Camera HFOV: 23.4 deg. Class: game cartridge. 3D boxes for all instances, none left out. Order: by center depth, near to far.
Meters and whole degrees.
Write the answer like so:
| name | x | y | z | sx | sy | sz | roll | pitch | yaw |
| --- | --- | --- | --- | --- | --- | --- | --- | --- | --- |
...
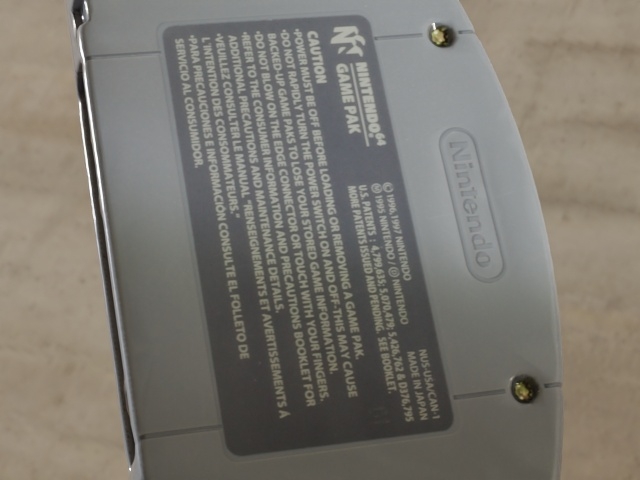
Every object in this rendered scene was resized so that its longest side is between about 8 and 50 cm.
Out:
| name | x | y | z | sx | sy | sz | roll | pitch | yaw |
| --- | --- | --- | --- | --- | --- | --- | --- | --- | --- |
| game cartridge | 0.000 | 0.000 | 0.689 | 0.198 | 0.297 | 0.062 | -4 | -22 | -17 |
